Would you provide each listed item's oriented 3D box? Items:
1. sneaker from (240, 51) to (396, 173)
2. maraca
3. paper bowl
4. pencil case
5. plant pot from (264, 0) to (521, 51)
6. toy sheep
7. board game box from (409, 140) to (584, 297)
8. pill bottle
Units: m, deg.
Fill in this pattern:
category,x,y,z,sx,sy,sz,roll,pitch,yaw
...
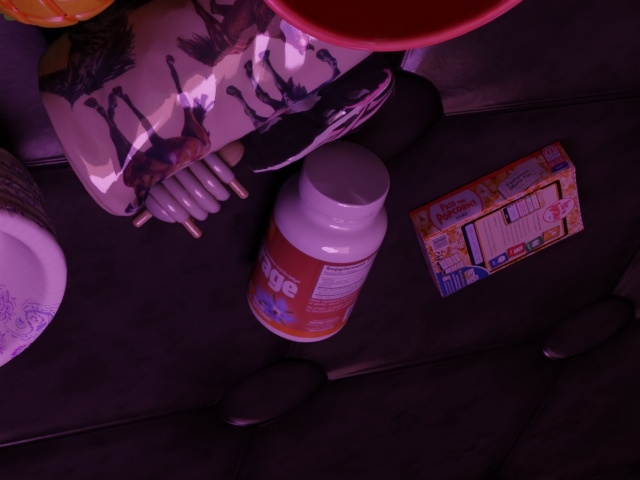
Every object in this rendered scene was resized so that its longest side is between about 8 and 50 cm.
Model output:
category,x,y,z,sx,sy,sz,roll,pitch,yaw
sneaker,0.003,-0.117,1.428,0.178,0.072,0.077,-28,158,13
maraca,-0.214,-0.210,1.124,0.127,0.099,0.186,1,163,-41
paper bowl,-0.376,0.012,1.272,0.284,0.148,0.284,-18,146,-13
pencil case,-0.046,-0.179,1.219,0.410,0.160,0.183,-31,135,7
plant pot,0.032,-0.309,0.990,0.275,0.243,0.275,-14,138,-13
toy sheep,-0.128,-0.055,1.404,0.132,0.091,0.091,-42,147,-3
board game box,0.212,-0.022,1.721,0.193,0.045,0.147,-25,147,-1
pill bottle,0.000,0.000,1.538,0.121,0.121,0.216,-9,143,-25
